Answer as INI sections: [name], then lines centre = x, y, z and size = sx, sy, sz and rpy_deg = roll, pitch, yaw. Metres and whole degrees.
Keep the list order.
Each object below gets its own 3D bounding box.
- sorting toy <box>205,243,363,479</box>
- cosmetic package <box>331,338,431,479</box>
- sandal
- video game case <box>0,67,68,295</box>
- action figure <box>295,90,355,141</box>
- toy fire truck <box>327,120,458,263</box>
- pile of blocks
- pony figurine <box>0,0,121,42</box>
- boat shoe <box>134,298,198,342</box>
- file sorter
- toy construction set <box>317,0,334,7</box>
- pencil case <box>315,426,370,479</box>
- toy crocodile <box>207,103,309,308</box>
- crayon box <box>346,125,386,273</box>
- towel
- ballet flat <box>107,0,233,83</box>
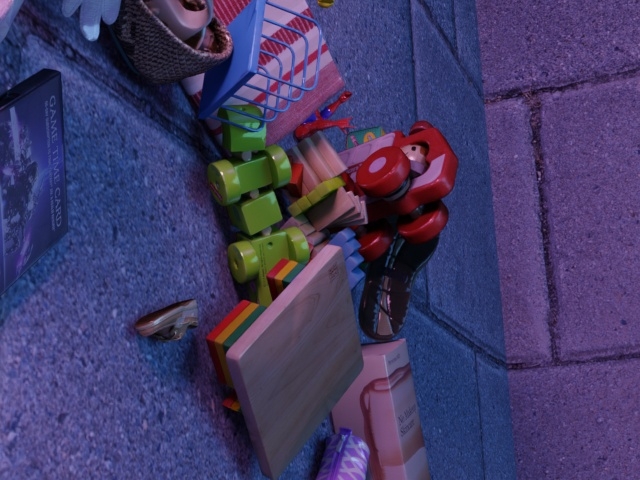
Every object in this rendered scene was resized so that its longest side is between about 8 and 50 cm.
[sorting toy]
centre = -0.053, 0.171, 1.404
size = 0.257, 0.089, 0.256
rpy_deg = -47, 139, -38
[cosmetic package]
centre = 0.109, 0.346, 1.765
size = 0.153, 0.129, 0.296
rpy_deg = -21, 100, -67
[sandal]
centre = 0.141, 0.062, 1.864
size = 0.303, 0.120, 0.086
rpy_deg = -65, -178, -25
[video game case]
centre = -0.321, -0.029, 0.906
size = 0.274, 0.026, 0.196
rpy_deg = -62, 162, -57
[action figure]
centre = 0.003, -0.289, 1.760
size = 0.091, 0.139, 0.281
rpy_deg = -24, 106, -66
[toy fire truck]
centre = 0.120, -0.119, 1.767
size = 0.169, 0.302, 0.254
rpy_deg = 46, 41, -30
[pile of blocks]
centre = 0.000, 0.000, 1.611
size = 0.112, 0.148, 0.363
rpy_deg = -30, 110, -66
[pony figurine]
centre = -0.265, -0.325, 0.894
size = 0.363, 0.351, 0.303
rpy_deg = 46, 44, -11
[boat shoe]
centre = -0.193, 0.109, 1.228
size = 0.135, 0.050, 0.045
rpy_deg = -22, 97, -67
[file sorter]
centre = -0.084, -0.238, 1.308
size = 0.104, 0.170, 0.118
rpy_deg = 15, 69, -26
[toy construction set]
centre = -0.097, -0.486, 1.454
size = 0.328, 0.214, 0.151
rpy_deg = 78, 7, -50
[pencil case]
centre = 0.028, 0.416, 1.594
size = 0.206, 0.086, 0.088
rpy_deg = -72, 165, -49
[toy crocodile]
centre = -0.101, -0.039, 1.439
size = 0.115, 0.105, 0.341
rpy_deg = -21, 113, -25
[crayon box]
centre = 0.116, -0.082, 2.012
size = 0.165, 0.081, 0.279
rpy_deg = 52, 36, -49
[towel]
centre = -0.113, -0.294, 1.434
size = 0.237, 0.037, 0.329
rpy_deg = -41, 130, -15
[ballet flat]
centre = -0.243, -0.384, 1.127
size = 0.483, 0.181, 0.164
rpy_deg = 56, 36, -45
